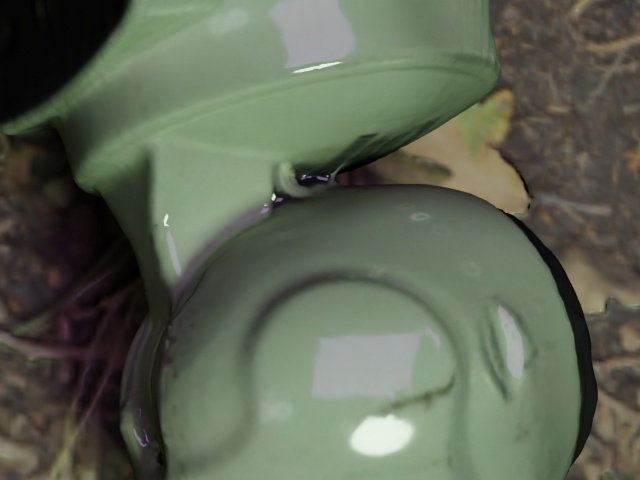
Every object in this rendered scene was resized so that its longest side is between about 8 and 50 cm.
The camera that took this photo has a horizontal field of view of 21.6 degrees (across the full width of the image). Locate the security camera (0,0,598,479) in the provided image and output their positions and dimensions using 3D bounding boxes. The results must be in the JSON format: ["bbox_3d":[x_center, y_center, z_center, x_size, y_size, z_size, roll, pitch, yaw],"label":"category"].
[{"bbox_3d":[0.000,0.000,0.641,0.191,0.197,0.277,-8,79,-33],"label":"security camera"}]
